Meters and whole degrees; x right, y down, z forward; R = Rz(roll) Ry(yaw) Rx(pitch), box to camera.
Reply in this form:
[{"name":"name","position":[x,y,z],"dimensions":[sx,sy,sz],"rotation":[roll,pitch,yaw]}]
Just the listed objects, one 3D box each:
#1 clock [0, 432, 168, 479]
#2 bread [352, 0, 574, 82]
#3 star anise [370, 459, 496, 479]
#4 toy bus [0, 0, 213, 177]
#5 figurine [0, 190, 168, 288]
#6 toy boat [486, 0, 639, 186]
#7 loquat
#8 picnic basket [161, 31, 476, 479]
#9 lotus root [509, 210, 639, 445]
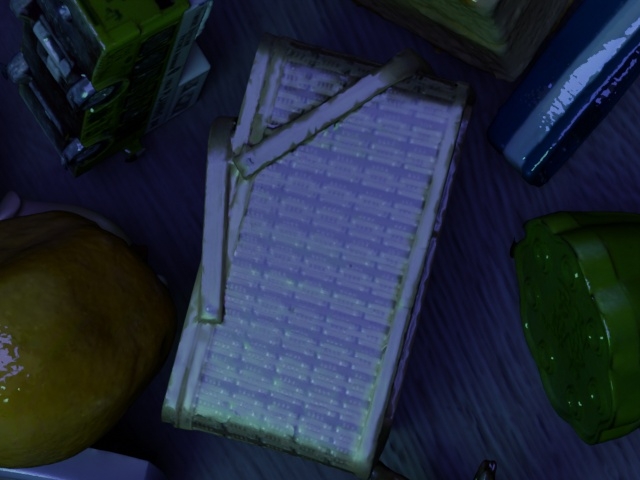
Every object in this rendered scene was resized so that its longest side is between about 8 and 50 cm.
[{"name":"clock","position":[-0.199,0.179,1.235],"dimensions":[0.172,0.198,0.064],"rotation":[-8,65,39]},{"name":"bread","position":[0.090,-0.307,1.150],"dimensions":[0.279,0.207,0.279],"rotation":[28,88,18]},{"name":"star anise","position":[0.113,0.292,1.191],"dimensions":[0.288,0.088,0.288],"rotation":[23,124,39]},{"name":"toy bus","position":[-0.156,-0.149,1.170],"dimensions":[0.139,0.301,0.113],"rotation":[-32,85,-17]},{"name":"figurine","position":[-0.310,-0.035,1.247],"dimensions":[0.394,0.226,0.274],"rotation":[26,129,-1]},{"name":"toy boat","position":[0.242,-0.175,1.209],"dimensions":[0.062,0.096,0.299],"rotation":[41,96,16]},{"name":"loquat","position":[-0.207,0.072,1.115],"dimensions":[0.187,0.234,0.176],"rotation":[30,135,32]},{"name":"picnic basket","position":[0.000,0.000,1.186],"dimensions":[0.175,0.228,0.312],"rotation":[15,94,6]},{"name":"lotus root","position":[0.259,0.049,1.183],"dimensions":[0.186,0.186,0.186],"rotation":[0,91,10]}]
